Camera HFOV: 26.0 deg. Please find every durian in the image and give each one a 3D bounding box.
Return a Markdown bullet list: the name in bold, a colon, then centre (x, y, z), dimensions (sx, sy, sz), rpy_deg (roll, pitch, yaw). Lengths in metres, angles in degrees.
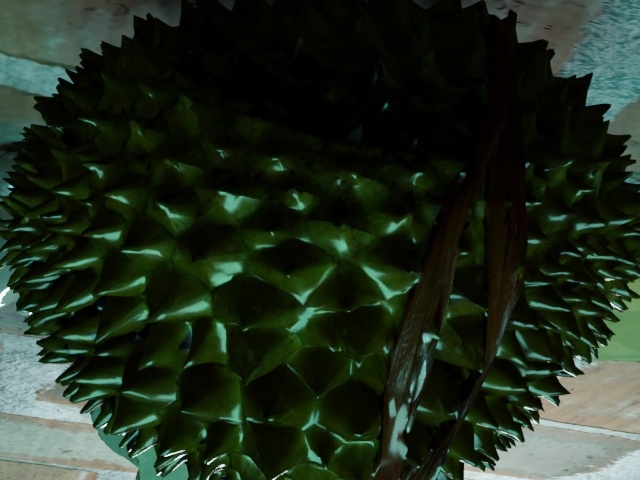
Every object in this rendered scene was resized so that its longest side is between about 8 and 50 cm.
- **durian**: centre (0.000, -0.003, 0.822), dimensions (0.385, 0.347, 0.347), rpy_deg (-12, 155, 10)

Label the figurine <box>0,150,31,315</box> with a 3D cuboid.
- **figurine**: centre (-0.307, -0.011, 1.112), dimensions (0.144, 0.182, 0.257), rpy_deg (42, -173, 32)

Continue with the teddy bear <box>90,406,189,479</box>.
- **teddy bear**: centre (-0.096, 0.188, 1.590), dimensions (0.328, 0.375, 0.362), rpy_deg (2, -161, 6)

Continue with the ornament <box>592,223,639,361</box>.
- **ornament**: centre (0.305, 0.047, 1.215), dimensions (0.180, 0.059, 0.201), rpy_deg (-1, 156, 6)
